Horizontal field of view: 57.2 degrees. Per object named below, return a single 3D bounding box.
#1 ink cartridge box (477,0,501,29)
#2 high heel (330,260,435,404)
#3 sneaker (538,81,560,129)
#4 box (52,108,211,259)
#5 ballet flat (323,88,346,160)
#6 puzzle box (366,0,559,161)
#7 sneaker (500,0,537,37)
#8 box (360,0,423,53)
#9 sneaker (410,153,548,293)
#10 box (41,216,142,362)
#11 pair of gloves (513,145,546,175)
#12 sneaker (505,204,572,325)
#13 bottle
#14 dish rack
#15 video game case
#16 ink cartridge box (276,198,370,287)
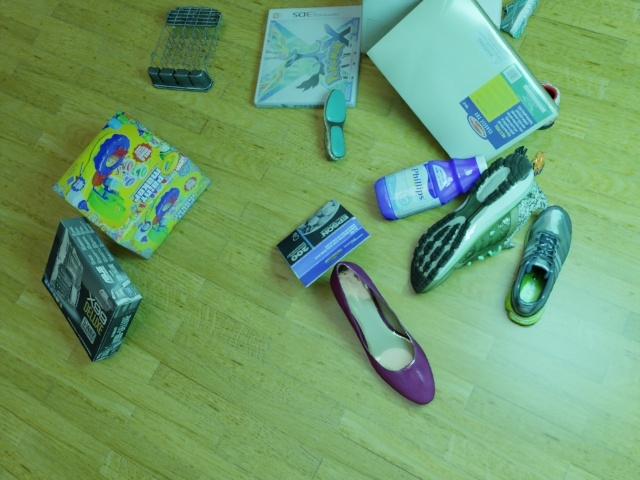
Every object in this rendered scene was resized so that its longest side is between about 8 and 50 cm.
[{"bbox_3d":[0.395,-0.545,1.552,0.148,0.203,0.086,6,74,14],"label":"ink cartridge box"},{"bbox_3d":[0.139,0.218,1.379,0.127,0.181,0.377,-38,69,-1],"label":"high heel"},{"bbox_3d":[0.470,-0.344,1.503,0.270,0.145,0.090,1,73,13],"label":"sneaker"},{"bbox_3d":[-0.521,-0.155,1.643,0.279,0.177,0.290,35,83,19],"label":"box"},{"bbox_3d":[0.032,-0.316,1.628,0.073,0.067,0.206,8,76,-24],"label":"ballet flat"},{"bbox_3d":[0.340,-0.387,1.423,0.272,0.052,0.409,-34,102,36],"label":"puzzle box"},{"bbox_3d":[0.548,-0.644,1.628,0.076,0.065,0.166,27,79,23],"label":"sneaker"},{"bbox_3d":[0.214,-0.658,1.541,0.168,0.345,0.215,16,76,6],"label":"box"},{"bbox_3d":[0.391,-0.002,1.413,0.410,0.182,0.158,-47,25,16],"label":"sneaker"},{"bbox_3d":[-0.613,0.129,1.558,0.307,0.076,0.242,49,127,21],"label":"box"},{"bbox_3d":[0.536,-0.205,1.518,0.083,0.010,0.074,22,80,20],"label":"pair of gloves"},{"bbox_3d":[0.524,0.051,1.380,0.111,0.121,0.300,17,77,16],"label":"sneaker"},{"bbox_3d":[0.283,-0.141,1.486,0.283,0.092,0.118,-17,76,17],"label":"bottle"},{"bbox_3d":[-0.410,-0.600,1.817,0.208,0.074,0.271,8,73,13],"label":"dish rack"},{"bbox_3d":[-0.029,-0.543,1.733,0.300,0.036,0.329,3,74,13],"label":"video game case"},{"bbox_3d":[0.000,0.000,1.490,0.206,0.045,0.208,-39,30,-2],"label":"ink cartridge box"}]
